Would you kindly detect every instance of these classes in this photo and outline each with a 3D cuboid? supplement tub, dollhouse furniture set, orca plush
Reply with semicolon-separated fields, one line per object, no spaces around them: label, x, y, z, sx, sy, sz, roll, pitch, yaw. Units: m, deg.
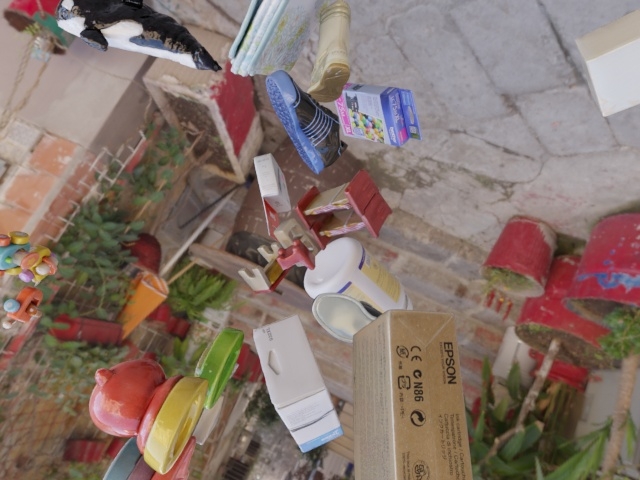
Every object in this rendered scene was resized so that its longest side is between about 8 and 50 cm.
supplement tub;0.134;0.173;1.586;0.331;0.241;0.241;43;160;-25
dollhouse furniture set;0.000;0.000;1.171;0.201;0.374;0.152;-12;122;44
orca plush;-0.293;-0.355;0.741;0.287;0.151;0.102;28;125;20

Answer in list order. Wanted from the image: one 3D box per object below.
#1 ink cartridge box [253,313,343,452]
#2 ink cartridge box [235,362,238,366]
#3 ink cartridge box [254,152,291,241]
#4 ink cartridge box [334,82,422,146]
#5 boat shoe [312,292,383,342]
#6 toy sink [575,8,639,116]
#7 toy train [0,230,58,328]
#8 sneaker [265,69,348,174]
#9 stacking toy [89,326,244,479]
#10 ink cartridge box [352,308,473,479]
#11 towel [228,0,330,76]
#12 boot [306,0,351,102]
ink cartridge box;-0.053;0.373;1.209;0.308;0.128;0.223;76;171;-48
ink cartridge box;-0.337;0.481;1.708;0.029;0.063;0.115;30;175;6
ink cartridge box;-0.137;-0.121;1.488;0.060;0.239;0.275;-13;173;2
ink cartridge box;0.181;-0.417;1.547;0.311;0.065;0.186;21;145;41
boat shoe;0.096;0.214;1.235;0.302;0.114;0.091;32;178;-23
toy sink;0.703;-0.406;1.006;0.234;0.131;0.153;-21;127;31
toy train;-0.427;0.060;0.670;0.046;0.125;0.166;20;155;5
sneaker;-0.019;-0.225;0.853;0.081;0.090;0.232;46;172;36
stacking toy;-0.241;0.263;0.709;0.130;0.309;0.279;22;-155;3
ink cartridge box;0.101;0.219;0.577;0.088;0.235;0.193;2;160;-8
towel;-0.088;-0.616;1.256;0.090;0.375;0.320;37;-155;2
boot;0.022;-0.519;1.316;0.095;0.204;0.262;3;174;-12
